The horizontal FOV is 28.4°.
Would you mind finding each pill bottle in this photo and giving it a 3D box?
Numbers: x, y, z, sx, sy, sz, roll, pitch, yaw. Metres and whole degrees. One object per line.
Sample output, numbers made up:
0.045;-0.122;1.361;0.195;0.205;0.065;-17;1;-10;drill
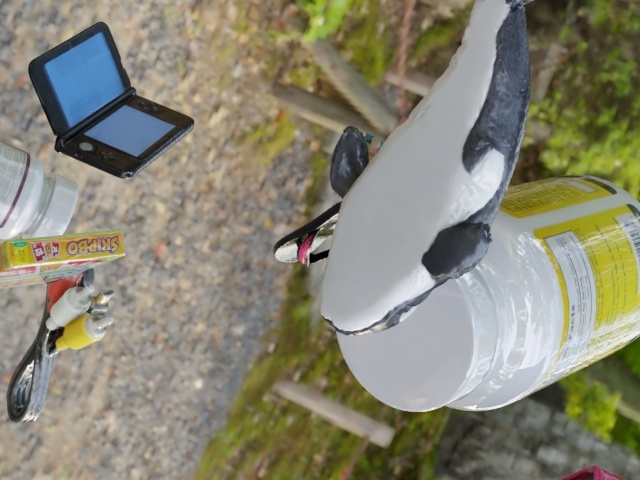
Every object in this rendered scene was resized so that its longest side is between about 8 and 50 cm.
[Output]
-0.439;-0.074;1.653;0.121;0.221;0.121;-44;-147;39;pill bottle
0.168;0.047;1.155;0.334;0.188;0.188;-13;129;-51;pill bottle

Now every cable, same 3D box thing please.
-0.344;0.116;1.569;0.072;0.139;0.287;0;145;-47;cable

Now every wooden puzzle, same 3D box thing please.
0.068;-0.091;1.427;0.006;0.083;0.049;-43;155;-47;wooden puzzle

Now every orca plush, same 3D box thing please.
0.096;-0.059;0.935;0.102;0.151;0.287;11;94;-52;orca plush

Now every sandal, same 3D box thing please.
0.000;0.000;1.461;0.067;0.040;0.179;-14;168;-33;sandal

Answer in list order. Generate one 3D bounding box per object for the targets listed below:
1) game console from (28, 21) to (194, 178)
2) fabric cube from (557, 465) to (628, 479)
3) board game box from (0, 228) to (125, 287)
-0.173;-0.120;1.065;0.122;0.107;0.071;-49;158;-53;game console
0.263;0.382;1.091;0.259;0.258;0.254;-50;-162;59;fabric cube
-0.318;0.026;1.388;0.259;0.124;0.039;-12;-95;60;board game box
